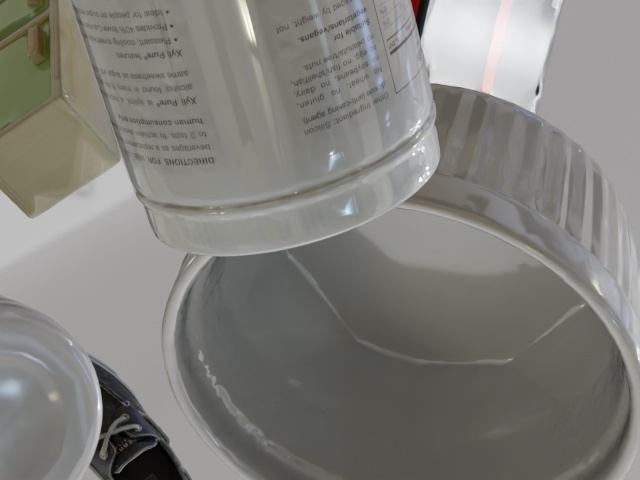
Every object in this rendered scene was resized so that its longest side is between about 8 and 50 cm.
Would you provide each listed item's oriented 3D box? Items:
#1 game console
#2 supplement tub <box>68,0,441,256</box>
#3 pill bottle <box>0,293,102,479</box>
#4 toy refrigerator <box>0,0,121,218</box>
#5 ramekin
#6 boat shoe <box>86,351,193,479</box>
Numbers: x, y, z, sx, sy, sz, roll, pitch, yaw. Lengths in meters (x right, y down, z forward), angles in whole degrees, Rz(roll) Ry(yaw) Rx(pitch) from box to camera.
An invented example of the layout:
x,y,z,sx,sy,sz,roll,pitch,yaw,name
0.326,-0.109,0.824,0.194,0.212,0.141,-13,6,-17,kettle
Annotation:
x,y,z,sx,sy,sz,roll,pitch,yaw,name
0.146,-0.272,1.391,0.060,0.386,0.342,16,-173,25,game console
-0.019,-0.059,0.338,0.071,0.107,0.071,-12,-156,6,supplement tub
-0.335,0.119,1.357,0.188,0.188,0.334,-31,-157,-26,pill bottle
-0.255,-0.149,1.480,0.102,0.094,0.269,-32,-146,14,toy refrigerator
0.044,0.029,0.709,0.207,0.207,0.109,2,-140,16,ramekin
-0.238,0.249,1.944,0.108,0.301,0.102,-36,-176,-15,boat shoe
